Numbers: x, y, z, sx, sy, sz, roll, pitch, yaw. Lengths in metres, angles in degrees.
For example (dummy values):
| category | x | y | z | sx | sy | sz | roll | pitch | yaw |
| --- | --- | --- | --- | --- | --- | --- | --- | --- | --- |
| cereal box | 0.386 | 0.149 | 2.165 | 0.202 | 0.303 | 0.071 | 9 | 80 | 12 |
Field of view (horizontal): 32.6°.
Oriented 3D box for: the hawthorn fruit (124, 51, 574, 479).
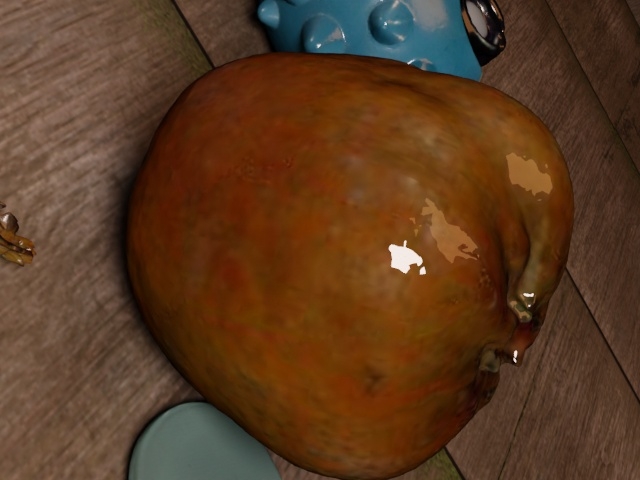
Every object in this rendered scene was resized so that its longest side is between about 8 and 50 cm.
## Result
| category | x | y | z | sx | sy | sz | roll | pitch | yaw |
| --- | --- | --- | --- | --- | --- | --- | --- | --- | --- |
| hawthorn fruit | 0.000 | 0.000 | 0.714 | 0.268 | 0.301 | 0.268 | -46 | 150 | -37 |

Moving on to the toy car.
| category | x | y | z | sx | sy | sz | roll | pitch | yaw |
| --- | --- | --- | --- | --- | --- | --- | --- | --- | --- |
| toy car | 0.032 | -0.209 | 0.965 | 0.190 | 0.188 | 0.255 | -23 | 91 | -53 |

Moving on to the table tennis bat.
| category | x | y | z | sx | sy | sz | roll | pitch | yaw |
| --- | --- | --- | --- | --- | --- | --- | --- | --- | --- |
| table tennis bat | -0.086 | 0.177 | 0.666 | 0.244 | 0.040 | 0.153 | 2 | 66 | -60 |

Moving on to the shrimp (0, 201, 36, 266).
| category | x | y | z | sx | sy | sz | roll | pitch | yaw |
| --- | --- | --- | --- | --- | --- | --- | --- | --- | --- |
| shrimp | -0.229 | 0.002 | 0.572 | 0.178 | 0.034 | 0.124 | 36 | 45 | -37 |
